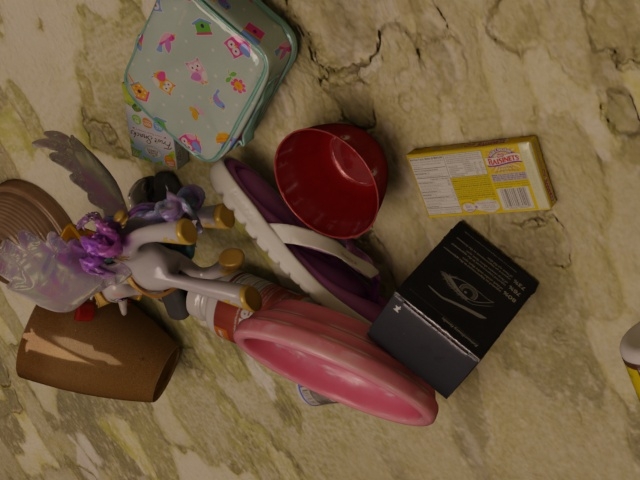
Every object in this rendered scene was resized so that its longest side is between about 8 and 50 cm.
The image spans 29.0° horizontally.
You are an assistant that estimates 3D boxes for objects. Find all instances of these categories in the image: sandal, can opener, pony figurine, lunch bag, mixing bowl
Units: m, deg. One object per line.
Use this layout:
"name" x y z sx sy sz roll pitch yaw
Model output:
"sandal" -0.004 0.003 1.920 0.416 0.169 0.102 42 109 5
"can opener" -0.268 0.014 2.177 0.093 0.074 0.280 8 125 34
"pony figurine" -0.312 0.009 1.993 0.363 0.303 0.351 -7 140 34
"lunch bag" -0.165 -0.261 1.871 0.224 0.108 0.279 39 138 3
"mixing bowl" 0.032 -0.105 1.832 0.181 0.098 0.181 21 132 26

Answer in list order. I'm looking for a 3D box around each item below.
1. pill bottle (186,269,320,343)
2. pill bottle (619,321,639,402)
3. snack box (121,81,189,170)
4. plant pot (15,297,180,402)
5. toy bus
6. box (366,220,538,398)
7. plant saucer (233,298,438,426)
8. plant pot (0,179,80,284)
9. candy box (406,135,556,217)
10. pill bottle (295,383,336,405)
"pill bottle" -0.116 0.122 2.100 0.216 0.121 0.121 20 130 27
"pill bottle" 0.493 0.212 1.678 0.117 0.117 0.215 -9 114 42
"snack box" -0.273 -0.195 2.056 0.100 0.037 0.141 20 131 28
"plant pot" -0.404 0.203 2.337 0.254 0.237 0.237 24 134 6
"toy bus" -0.387 0.040 2.250 0.104 0.190 0.202 43 152 51
"box" 0.190 0.097 1.772 0.153 0.207 0.108 40 137 9
"plant saucer" 0.032 0.180 1.883 0.332 0.084 0.332 22 165 6
"plant pot" -0.585 0.010 2.405 0.237 0.110 0.237 20 131 25
"candy box" 0.224 -0.087 1.743 0.205 0.027 0.105 -3 115 40
"pill bottle" 0.029 0.236 2.098 0.137 0.078 0.078 -15 109 44
